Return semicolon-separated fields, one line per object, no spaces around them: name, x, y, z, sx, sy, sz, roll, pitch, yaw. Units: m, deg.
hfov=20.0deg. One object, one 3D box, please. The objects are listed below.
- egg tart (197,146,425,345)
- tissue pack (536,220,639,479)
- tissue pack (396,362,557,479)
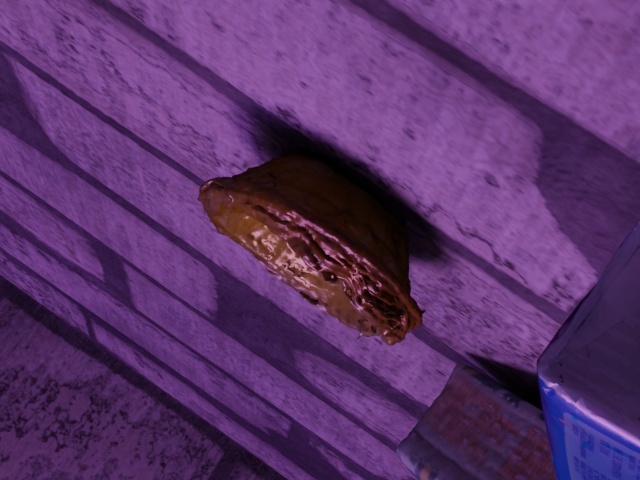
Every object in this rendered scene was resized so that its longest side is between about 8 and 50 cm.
egg tart;0.002;0.000;1.466;0.212;0.090;0.212;36;166;11
tissue pack;0.252;0.118;1.119;0.198;0.146;0.263;29;164;20
tissue pack;0.230;0.251;1.593;0.228;0.128;0.311;39;175;-26
